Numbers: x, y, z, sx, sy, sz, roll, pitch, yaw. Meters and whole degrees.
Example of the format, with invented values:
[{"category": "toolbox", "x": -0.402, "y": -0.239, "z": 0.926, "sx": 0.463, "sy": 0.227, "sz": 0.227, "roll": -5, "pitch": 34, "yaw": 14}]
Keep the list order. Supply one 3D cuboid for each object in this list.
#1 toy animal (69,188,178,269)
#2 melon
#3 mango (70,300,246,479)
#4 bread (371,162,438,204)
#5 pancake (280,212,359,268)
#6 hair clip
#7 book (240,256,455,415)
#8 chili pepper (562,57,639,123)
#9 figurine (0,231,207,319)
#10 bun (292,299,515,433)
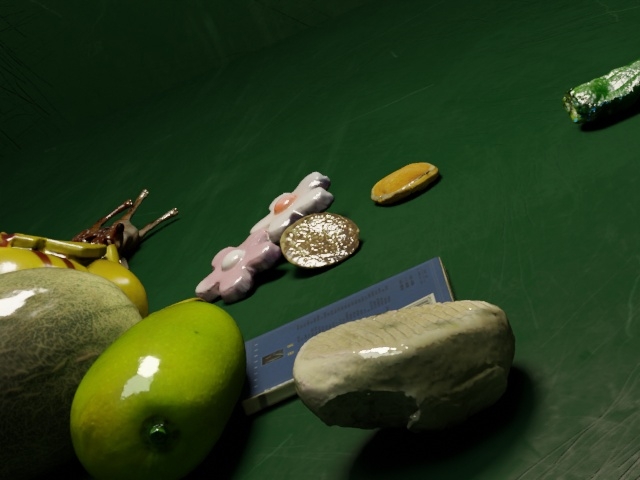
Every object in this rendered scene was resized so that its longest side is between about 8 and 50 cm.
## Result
[{"category": "toy animal", "x": -0.353, "y": 0.009, "z": 2.702, "sx": 0.243, "sy": 0.087, "sz": 0.260, "roll": -28, "pitch": 12, "yaw": 46}, {"category": "melon", "x": -0.362, "y": 0.161, "z": 1.947, "sx": 0.329, "sy": 0.248, "sz": 0.248, "roll": -25, "pitch": 15, "yaw": -22}, {"category": "mango", "x": -0.175, "y": 0.165, "z": 1.816, "sx": 0.192, "sy": 0.156, "sz": 0.343, "roll": -32, "pitch": 10, "yaw": 18}, {"category": "bread", "x": 0.122, "y": -0.084, "z": 2.339, "sx": 0.110, "sy": 0.024, "sz": 0.110, "roll": -23, "pitch": 18, "yaw": 8}, {"category": "pancake", "x": 0.000, "y": -0.001, "z": 2.215, "sx": 0.115, "sy": 0.011, "sz": 0.115, "roll": -7, "pitch": 45, "yaw": 7}, {"category": "hair clip", "x": -0.072, "y": 0.001, "z": 2.307, "sx": 0.257, "sy": 0.075, "sz": 0.146, "roll": -39, "pitch": 26, "yaw": -24}, {"category": "book", "x": 0.031, "y": 0.109, "z": 1.907, "sx": 0.269, "sy": 0.025, "sz": 0.191, "roll": -25, "pitch": 16, "yaw": 6}, {"category": "chili pepper", "x": 0.442, "y": -0.227, "z": 2.235, "sx": 0.224, "sy": 0.061, "sz": 0.098, "roll": -28, "pitch": 12, "yaw": -12}, {"category": "figurine", "x": -0.351, "y": 0.079, "z": 2.195, "sx": 0.327, "sy": 0.169, "sz": 0.218, "roll": 13, "pitch": 16, "yaw": -42}, {"category": "bun", "x": 0.090, "y": 0.132, "z": 1.599, "sx": 0.237, "sy": 0.116, "sz": 0.210, "roll": -18, "pitch": 9, "yaw": -27}]
